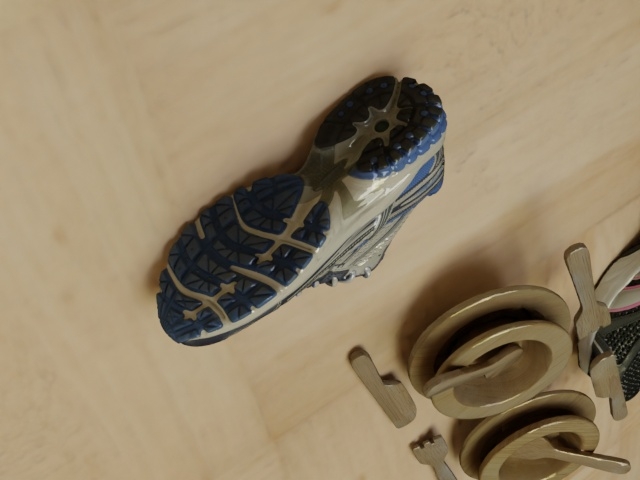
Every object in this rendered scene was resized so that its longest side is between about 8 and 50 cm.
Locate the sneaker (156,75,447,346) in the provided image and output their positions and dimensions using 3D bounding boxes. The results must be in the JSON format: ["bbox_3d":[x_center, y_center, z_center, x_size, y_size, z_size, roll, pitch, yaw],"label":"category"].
[{"bbox_3d":[0.000,0.000,0.365,0.135,0.052,0.058,-38,142,-9],"label":"sneaker"}]

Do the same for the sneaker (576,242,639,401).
[{"bbox_3d":[0.217,0.026,0.546,0.072,0.077,0.178,1,121,-39],"label":"sneaker"}]

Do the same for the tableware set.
[{"bbox_3d":[0.108,0.093,0.507,0.128,0.039,0.194,-27,138,5],"label":"tableware set"}]
